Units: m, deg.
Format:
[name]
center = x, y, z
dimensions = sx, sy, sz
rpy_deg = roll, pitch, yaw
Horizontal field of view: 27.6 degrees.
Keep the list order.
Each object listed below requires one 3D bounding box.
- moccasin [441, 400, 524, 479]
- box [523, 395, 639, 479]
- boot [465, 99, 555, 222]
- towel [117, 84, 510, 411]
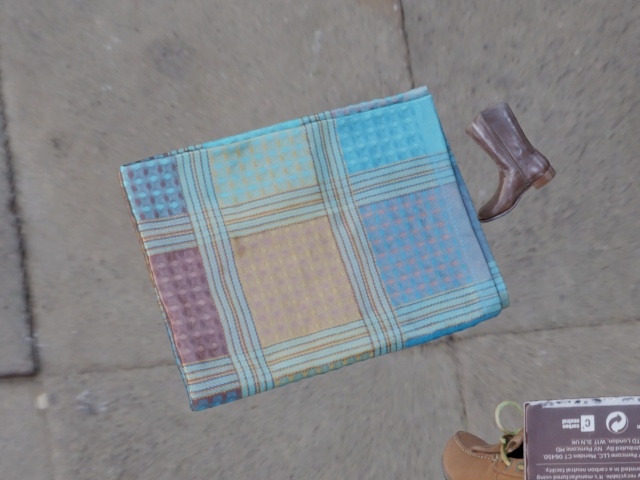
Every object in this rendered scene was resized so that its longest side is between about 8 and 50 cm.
[moccasin]
center = 0.261, 0.285, 1.587
dimensions = 0.139, 0.380, 0.147
rpy_deg = 22, 86, -13
[box]
center = 0.296, 0.250, 1.264
dimensions = 0.168, 0.203, 0.167
rpy_deg = -5, 72, 18
[boot]
center = 0.186, -0.088, 1.429
dimensions = 0.106, 0.037, 0.114
rpy_deg = -38, 112, 10
[towel]
center = 0.000, 0.000, 1.365
dimensions = 0.370, 0.040, 0.271
rpy_deg = -16, 81, -21
